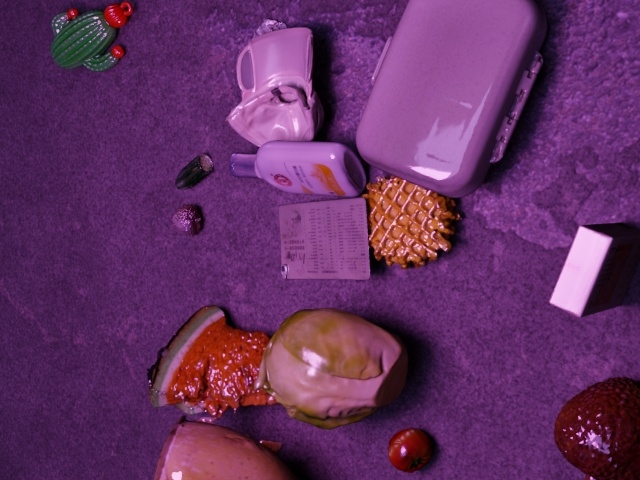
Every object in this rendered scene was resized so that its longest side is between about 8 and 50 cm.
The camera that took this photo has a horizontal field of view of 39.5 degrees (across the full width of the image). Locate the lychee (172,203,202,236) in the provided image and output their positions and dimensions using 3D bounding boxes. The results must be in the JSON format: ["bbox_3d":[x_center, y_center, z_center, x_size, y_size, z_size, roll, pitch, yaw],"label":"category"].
[{"bbox_3d":[-0.296,-0.045,1.988,0.083,0.068,0.067,-16,43,36],"label":"lychee"}]

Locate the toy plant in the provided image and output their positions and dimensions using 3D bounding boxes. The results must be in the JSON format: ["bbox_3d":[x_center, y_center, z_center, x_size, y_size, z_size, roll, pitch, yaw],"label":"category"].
[{"bbox_3d":[-0.535,-0.474,2.100,0.240,0.088,0.154,0,106,22],"label":"toy plant"}]

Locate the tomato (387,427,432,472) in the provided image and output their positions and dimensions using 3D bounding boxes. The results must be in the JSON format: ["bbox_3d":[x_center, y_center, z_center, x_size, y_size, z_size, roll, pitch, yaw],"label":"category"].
[{"bbox_3d":[0.170,0.399,1.711,0.087,0.087,0.075,-57,37,22],"label":"tomato"}]

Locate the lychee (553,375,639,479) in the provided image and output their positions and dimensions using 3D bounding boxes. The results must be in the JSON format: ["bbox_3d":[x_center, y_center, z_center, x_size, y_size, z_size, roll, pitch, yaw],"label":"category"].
[{"bbox_3d":[0.477,0.318,1.450,0.194,0.194,0.194,2,95,32],"label":"lychee"}]

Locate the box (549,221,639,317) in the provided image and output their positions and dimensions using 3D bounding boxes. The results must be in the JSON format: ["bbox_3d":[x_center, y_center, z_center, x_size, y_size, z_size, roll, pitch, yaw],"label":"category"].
[{"bbox_3d":[0.452,0.044,1.435,0.058,0.201,0.141,27,106,32],"label":"box"}]

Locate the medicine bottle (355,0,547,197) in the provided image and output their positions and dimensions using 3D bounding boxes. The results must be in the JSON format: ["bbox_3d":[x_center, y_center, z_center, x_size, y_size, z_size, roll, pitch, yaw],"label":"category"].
[{"bbox_3d":[0.226,-0.278,1.578,0.282,0.123,0.375,25,97,30],"label":"medicine bottle"}]

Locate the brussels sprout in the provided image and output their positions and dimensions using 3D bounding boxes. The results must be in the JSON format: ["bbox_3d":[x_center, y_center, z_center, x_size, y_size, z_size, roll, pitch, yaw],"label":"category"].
[{"bbox_3d":[0.019,0.239,1.691,0.294,0.259,0.227,8,91,32],"label":"brussels sprout"}]

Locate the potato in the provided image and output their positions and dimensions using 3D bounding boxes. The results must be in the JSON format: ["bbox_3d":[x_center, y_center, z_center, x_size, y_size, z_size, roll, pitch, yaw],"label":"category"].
[{"bbox_3d":[-0.159,0.577,1.777,0.319,0.385,0.442,10,145,4],"label":"potato"}]

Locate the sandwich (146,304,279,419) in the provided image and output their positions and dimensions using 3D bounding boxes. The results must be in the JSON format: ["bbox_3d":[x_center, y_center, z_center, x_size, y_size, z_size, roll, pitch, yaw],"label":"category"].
[{"bbox_3d":[-0.190,0.283,1.897,0.301,0.250,0.162,10,142,23],"label":"sandwich"}]

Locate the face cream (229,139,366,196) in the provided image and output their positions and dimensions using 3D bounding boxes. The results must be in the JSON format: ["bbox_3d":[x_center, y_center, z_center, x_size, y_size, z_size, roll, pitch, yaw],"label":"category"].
[{"bbox_3d":[-0.055,-0.148,1.790,0.291,0.144,0.071,7,59,31],"label":"face cream"}]

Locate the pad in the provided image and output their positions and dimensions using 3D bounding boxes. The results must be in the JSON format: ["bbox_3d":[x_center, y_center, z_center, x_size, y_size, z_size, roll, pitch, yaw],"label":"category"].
[{"bbox_3d":[0.000,0.000,1.792,0.265,0.009,0.159,-3,91,48],"label":"pad"}]

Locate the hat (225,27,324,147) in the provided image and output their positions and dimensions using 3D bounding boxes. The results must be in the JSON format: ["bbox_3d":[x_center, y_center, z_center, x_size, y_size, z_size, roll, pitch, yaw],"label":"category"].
[{"bbox_3d":[-0.068,-0.307,1.809,0.219,0.164,0.226,5,68,35],"label":"hat"}]

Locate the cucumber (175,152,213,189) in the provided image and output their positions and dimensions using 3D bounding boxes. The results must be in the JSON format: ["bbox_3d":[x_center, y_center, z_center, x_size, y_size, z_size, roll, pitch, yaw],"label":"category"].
[{"bbox_3d":[-0.285,-0.148,1.984,0.105,0.048,0.048,-35,75,34],"label":"cucumber"}]

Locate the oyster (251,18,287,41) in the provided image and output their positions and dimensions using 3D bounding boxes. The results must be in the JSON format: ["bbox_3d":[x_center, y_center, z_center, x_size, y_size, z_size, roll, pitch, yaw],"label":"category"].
[{"bbox_3d":[-0.097,-0.405,1.860,0.098,0.037,0.100,29,88,9],"label":"oyster"}]

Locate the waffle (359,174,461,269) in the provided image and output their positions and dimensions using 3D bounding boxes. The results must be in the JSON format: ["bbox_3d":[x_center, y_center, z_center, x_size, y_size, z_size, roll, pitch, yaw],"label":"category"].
[{"bbox_3d":[0.166,-0.045,1.692,0.193,0.070,0.197,-25,78,31],"label":"waffle"}]
